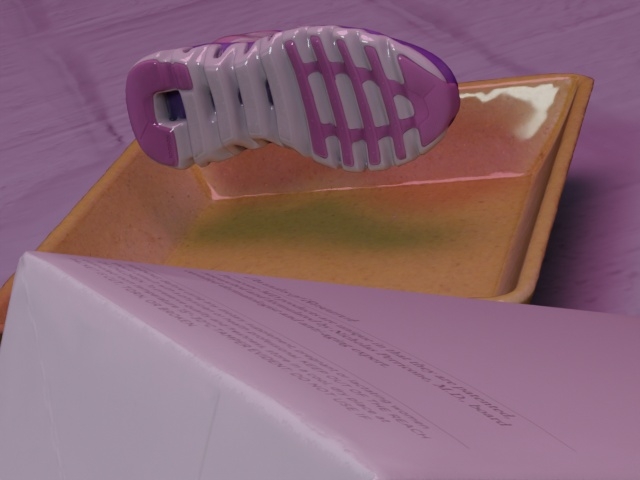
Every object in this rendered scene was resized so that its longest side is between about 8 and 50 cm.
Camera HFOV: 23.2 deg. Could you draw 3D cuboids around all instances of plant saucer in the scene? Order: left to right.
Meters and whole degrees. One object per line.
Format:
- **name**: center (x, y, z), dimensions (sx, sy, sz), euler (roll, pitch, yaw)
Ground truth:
- **plant saucer**: center (0.000, 0.000, 1.002), dimensions (0.332, 0.081, 0.333), euler (-4, 26, 19)

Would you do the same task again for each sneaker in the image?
- **sneaker**: center (-0.010, -0.103, 1.032), dimensions (0.236, 0.095, 0.104), euler (2, 20, 31)

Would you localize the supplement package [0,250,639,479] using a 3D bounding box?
- **supplement package**: center (0.061, 0.119, 0.459), dimensions (0.293, 0.178, 0.175), euler (6, 10, -37)
